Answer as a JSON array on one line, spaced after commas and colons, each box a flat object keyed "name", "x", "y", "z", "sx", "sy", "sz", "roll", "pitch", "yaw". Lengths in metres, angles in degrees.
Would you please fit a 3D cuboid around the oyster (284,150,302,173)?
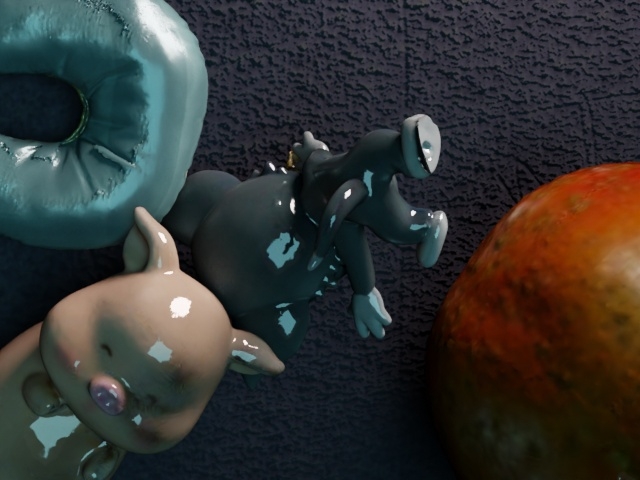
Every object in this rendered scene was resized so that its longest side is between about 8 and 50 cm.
[{"name": "oyster", "x": -0.020, "y": -0.032, "z": 1.148, "sx": 0.051, "sy": 0.034, "sz": 0.093, "roll": 20, "pitch": 102, "yaw": -7}]

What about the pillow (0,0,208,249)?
[{"name": "pillow", "x": -0.201, "y": -0.108, "z": 1.040, "sx": 0.214, "sy": 0.086, "sz": 0.233, "roll": 10, "pitch": 93, "yaw": -15}]

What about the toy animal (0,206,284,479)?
[{"name": "toy animal", "x": -0.176, "y": 0.117, "z": 1.030, "sx": 0.250, "sy": 0.154, "sz": 0.166, "roll": -36, "pitch": 118, "yaw": 16}]

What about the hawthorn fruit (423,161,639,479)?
[{"name": "hawthorn fruit", "x": 0.307, "y": 0.138, "z": 1.111, "sx": 0.403, "sy": 0.403, "sz": 0.403, "roll": -3, "pitch": 99, "yaw": -21}]

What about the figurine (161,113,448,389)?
[{"name": "figurine", "x": 0.000, "y": 0.000, "z": 1.040, "sx": 0.140, "sy": 0.265, "sz": 0.193, "roll": -25, "pitch": 90, "yaw": -38}]
